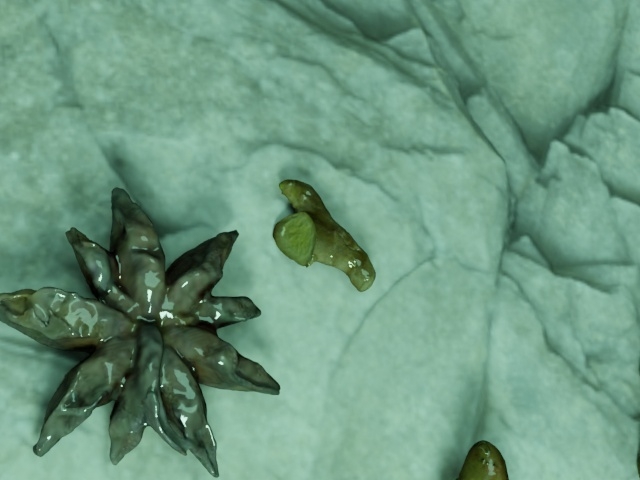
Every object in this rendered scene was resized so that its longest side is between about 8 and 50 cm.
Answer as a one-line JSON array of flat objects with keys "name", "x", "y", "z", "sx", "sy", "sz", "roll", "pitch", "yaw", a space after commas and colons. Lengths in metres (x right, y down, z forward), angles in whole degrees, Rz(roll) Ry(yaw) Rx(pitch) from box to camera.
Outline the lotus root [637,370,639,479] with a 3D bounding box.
[{"name": "lotus root", "x": 0.376, "y": 0.103, "z": 0.956, "sx": 0.250, "sy": 0.346, "sz": 0.250, "roll": 4, "pitch": 75, "yaw": -13}]

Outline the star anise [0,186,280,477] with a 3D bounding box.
[{"name": "star anise", "x": -0.114, "y": 0.054, "z": 0.915, "sx": 0.195, "sy": 0.065, "sz": 0.182, "roll": 8, "pitch": 70, "yaw": -16}]

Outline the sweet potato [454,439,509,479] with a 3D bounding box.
[{"name": "sweet potato", "x": 0.099, "y": 0.227, "z": 0.957, "sx": 0.053, "sy": 0.054, "sz": 0.182, "roll": 33, "pitch": 57, "yaw": -48}]

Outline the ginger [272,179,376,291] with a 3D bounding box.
[{"name": "ginger", "x": -0.001, "y": 0.000, "z": 0.996, "sx": 0.048, "sy": 0.030, "sz": 0.097, "roll": -39, "pitch": 90, "yaw": -29}]
